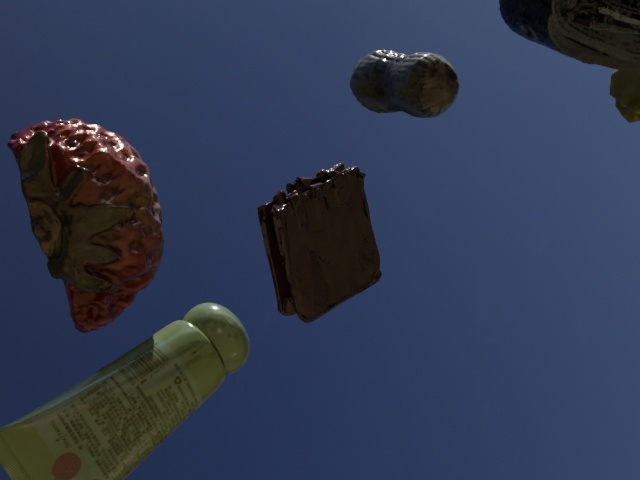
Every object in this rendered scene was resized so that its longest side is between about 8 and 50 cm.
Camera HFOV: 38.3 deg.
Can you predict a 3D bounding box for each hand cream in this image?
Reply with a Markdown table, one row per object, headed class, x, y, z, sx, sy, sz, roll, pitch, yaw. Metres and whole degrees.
| class | x | y | z | sx | sy | sz | roll | pitch | yaw |
| --- | --- | --- | --- | --- | --- | --- | --- | --- | --- |
| hand cream | -0.206 | 0.184 | 1.032 | 0.306 | 0.093 | 0.147 | -38 | -68 | -35 |

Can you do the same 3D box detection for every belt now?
| class | x | y | z | sx | sy | sz | roll | pitch | yaw |
| --- | --- | --- | --- | --- | --- | --- | --- | --- | --- |
| belt | 0.307 | -0.246 | 0.985 | 0.218 | 0.128 | 0.122 | 1 | -63 | -33 |

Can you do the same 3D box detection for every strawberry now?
| class | x | y | z | sx | sy | sz | roll | pitch | yaw |
| --- | --- | --- | --- | --- | --- | --- | --- | --- | --- |
| strawberry | -0.283 | -0.030 | 1.176 | 0.149 | 0.336 | 0.265 | -21 | -87 | -13 |

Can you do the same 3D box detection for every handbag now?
| class | x | y | z | sx | sy | sz | roll | pitch | yaw |
| --- | --- | --- | --- | --- | --- | --- | --- | --- | --- |
| handbag | -0.002 | 0.000 | 1.461 | 0.203 | 0.074 | 0.216 | -32 | -63 | -40 |

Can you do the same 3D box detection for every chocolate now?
| class | x | y | z | sx | sy | sz | roll | pitch | yaw |
| --- | --- | --- | --- | --- | --- | --- | --- | --- | --- |
| chocolate | 0.089 | -0.172 | 1.014 | 0.072 | 0.167 | 0.072 | -8 | -73 | -29 |

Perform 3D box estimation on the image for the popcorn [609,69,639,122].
| class | x | y | z | sx | sy | sz | roll | pitch | yaw |
| --- | --- | --- | --- | --- | --- | --- | --- | --- | --- |
| popcorn | 0.517 | -0.278 | 1.313 | 0.256 | 0.195 | 0.255 | -58 | 6 | 27 |
